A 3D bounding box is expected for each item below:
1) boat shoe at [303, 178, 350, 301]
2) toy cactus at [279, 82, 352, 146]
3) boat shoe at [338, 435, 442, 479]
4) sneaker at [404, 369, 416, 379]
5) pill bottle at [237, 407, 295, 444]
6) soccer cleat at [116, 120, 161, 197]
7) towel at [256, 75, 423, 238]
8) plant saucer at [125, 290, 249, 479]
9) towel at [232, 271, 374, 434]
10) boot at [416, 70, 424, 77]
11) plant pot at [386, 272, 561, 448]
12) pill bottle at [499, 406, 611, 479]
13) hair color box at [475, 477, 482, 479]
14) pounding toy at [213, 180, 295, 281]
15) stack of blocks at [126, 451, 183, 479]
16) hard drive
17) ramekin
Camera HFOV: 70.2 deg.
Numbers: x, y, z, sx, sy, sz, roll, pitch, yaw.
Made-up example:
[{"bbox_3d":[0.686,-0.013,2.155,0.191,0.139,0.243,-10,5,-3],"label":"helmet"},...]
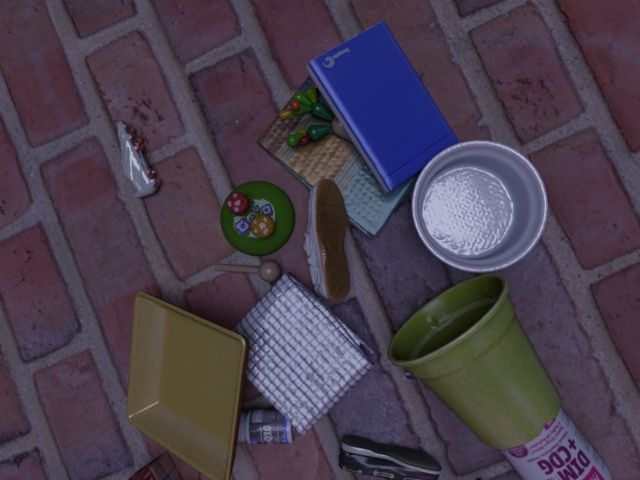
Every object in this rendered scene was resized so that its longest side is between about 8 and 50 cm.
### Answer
[{"bbox_3d":[0.000,0.000,1.046,0.098,0.096,0.277,-5,93,-39],"label":"boat shoe"},{"bbox_3d":[0.018,-0.291,1.036,0.180,0.112,0.219,34,80,-2],"label":"toy cactus"},{"bbox_3d":[0.154,0.504,1.023,0.227,0.081,0.069,10,91,13],"label":"boat shoe"},{"bbox_3d":[0.275,0.306,1.027,0.169,0.068,0.071,-2,93,4],"label":"sneaker"},{"bbox_3d":[-0.130,0.428,1.049,0.137,0.078,0.078,-4,87,5],"label":"pill bottle"},{"bbox_3d":[-0.464,-0.199,1.117,0.076,0.068,0.196,-26,88,6],"label":"soccer cleat"},{"bbox_3d":[0.065,-0.221,1.087,0.370,0.040,0.271,40,90,8],"label":"towel"},{"bbox_3d":[-0.283,0.303,1.001,0.332,0.081,0.333,15,103,30],"label":"plant saucer"},{"bbox_3d":[-0.047,0.247,1.034,0.283,0.121,0.235,43,90,7],"label":"towel"},{"bbox_3d":[0.173,-0.383,1.078,0.118,0.042,0.087,-43,91,8],"label":"boot"},{"bbox_3d":[0.314,0.247,0.892,0.276,0.276,0.254,-37,92,2],"label":"plant pot"},{"bbox_3d":[0.489,0.458,0.952,0.160,0.160,0.283,-38,85,2],"label":"pill bottle"},{"bbox_3d":[0.288,0.713,0.985,0.338,0.110,0.185,-40,84,0],"label":"hair color box"},{"bbox_3d":[-0.162,-0.029,1.059,0.182,0.110,0.237,10,88,6],"label":"pounding toy"},{"bbox_3d":[-0.334,0.653,1.009,0.087,0.171,0.297,-34,86,3],"label":"stack of blocks"},{"bbox_3d":[0.141,-0.295,0.999,0.210,0.040,0.319,-35,94,-15],"label":"hard drive"},{"bbox_3d":[0.334,-0.069,1.005,0.277,0.135,0.278,0,87,6],"label":"ramekin"}]
